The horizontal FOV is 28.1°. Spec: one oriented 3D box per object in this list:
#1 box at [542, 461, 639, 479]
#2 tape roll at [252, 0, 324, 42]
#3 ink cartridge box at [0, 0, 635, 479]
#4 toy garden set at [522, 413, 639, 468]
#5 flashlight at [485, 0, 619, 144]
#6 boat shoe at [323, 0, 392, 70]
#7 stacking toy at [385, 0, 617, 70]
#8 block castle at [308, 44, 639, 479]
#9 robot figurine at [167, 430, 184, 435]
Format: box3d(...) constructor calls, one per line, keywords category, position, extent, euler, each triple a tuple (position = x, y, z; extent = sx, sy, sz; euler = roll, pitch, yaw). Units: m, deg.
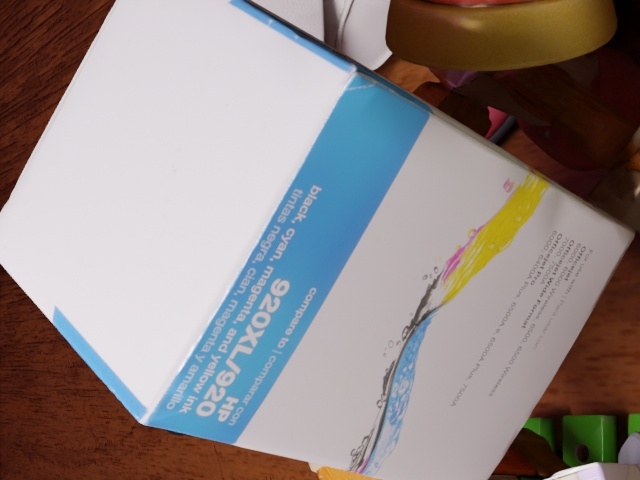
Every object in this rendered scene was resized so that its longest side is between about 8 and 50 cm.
box3d(category="box", position=(0.154, 0.254, 0.535), extent=(0.063, 0.067, 0.323), euler=(-29, 64, 33))
box3d(category="tape roll", position=(-0.073, -0.195, 1.212), extent=(0.392, 0.072, 0.391), euler=(176, 90, -77))
box3d(category="ink cartridge box", position=(0.000, 0.000, 0.625), extent=(0.171, 0.233, 0.168), euler=(37, 100, 44))
box3d(category="toy garden set", position=(0.189, 0.232, 0.939), extent=(0.244, 0.049, 0.203), euler=(-15, 72, 58))
box3d(category="flashlight", position=(0.106, -0.100, 0.976), extent=(0.304, 0.103, 0.103), euler=(-54, 12, 55))
box3d(category="boat shoe", position=(0.075, -0.231, 1.023), extent=(0.096, 0.098, 0.277), euler=(62, 142, 35))
box3d(category="stacking toy", position=(0.117, -0.218, 0.754), extent=(0.309, 0.280, 0.130), euler=(38, 140, 56))
box3d(category="block castle", position=(0.197, 0.094, 0.731), extent=(0.453, 0.213, 0.303), euler=(45, 111, 41))
box3d(category="robot figurine", position=(-0.097, 0.077, 1.298), extent=(0.278, 0.174, 0.209), euler=(23, 114, 58))
